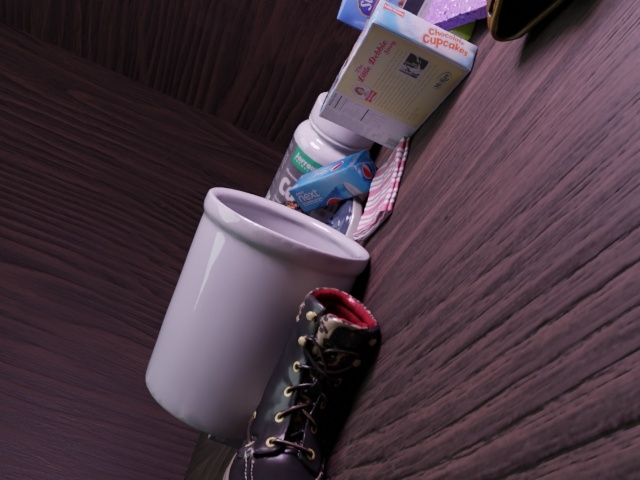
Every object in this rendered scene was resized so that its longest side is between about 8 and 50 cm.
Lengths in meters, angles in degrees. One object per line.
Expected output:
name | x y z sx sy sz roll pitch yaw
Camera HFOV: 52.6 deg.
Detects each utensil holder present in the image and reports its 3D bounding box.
utensil holder | -0.131 0.137 1.245 0.327 0.327 0.386 -110 43 -77

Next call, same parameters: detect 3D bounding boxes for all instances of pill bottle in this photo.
pill bottle | 0.001 -0.179 1.648 0.204 0.204 0.361 -80 15 -56

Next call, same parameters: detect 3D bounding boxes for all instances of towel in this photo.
towel | 0.124 -0.105 1.301 0.144 0.029 0.197 129 162 -58

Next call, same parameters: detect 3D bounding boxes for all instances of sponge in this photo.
sponge | 0.260 -0.433 1.126 0.210 0.031 0.117 15 81 65

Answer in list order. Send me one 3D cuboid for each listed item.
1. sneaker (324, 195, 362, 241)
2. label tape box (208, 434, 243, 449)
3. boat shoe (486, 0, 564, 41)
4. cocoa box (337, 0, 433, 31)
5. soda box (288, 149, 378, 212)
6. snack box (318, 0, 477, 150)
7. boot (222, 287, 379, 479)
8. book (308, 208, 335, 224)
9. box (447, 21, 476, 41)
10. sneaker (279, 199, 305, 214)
sneaker | -0.031 0.036 1.449 0.350 0.148 0.131 -63 7 -7
label tape box | -0.149 0.326 1.572 0.348 0.115 0.249 120 169 -47
boat shoe | 0.278 -0.330 0.743 0.307 0.110 0.105 107 -179 -79
cocoa box | 0.199 -0.641 1.552 0.347 0.227 0.231 -78 14 -51
soda box | 0.030 -0.131 1.469 0.210 0.071 0.067 -16 29 44
snack box | 0.131 -0.293 1.217 0.322 0.187 0.060 133 158 -65
boot | -0.020 0.239 0.957 0.377 0.138 0.284 -68 2 -80
book | 0.000 0.000 1.552 0.035 0.096 0.144 154 139 -81
box | 0.274 -0.447 1.229 0.109 0.042 0.178 155 136 -77
sneaker | -0.093 -0.012 1.514 0.225 0.088 0.093 -43 -41 -52
